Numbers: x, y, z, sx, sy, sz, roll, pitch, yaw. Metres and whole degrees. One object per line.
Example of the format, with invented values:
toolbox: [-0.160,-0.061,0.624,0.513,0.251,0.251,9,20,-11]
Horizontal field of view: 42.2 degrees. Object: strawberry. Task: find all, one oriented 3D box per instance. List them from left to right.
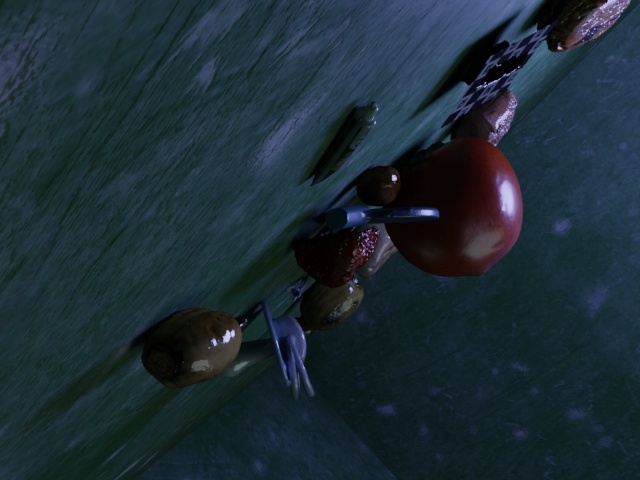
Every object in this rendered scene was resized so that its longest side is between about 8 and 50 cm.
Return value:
strawberry: [0.036,0.036,1.604,0.175,0.106,0.236,-11,-177,12]

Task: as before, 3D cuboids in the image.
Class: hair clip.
hair clip: [-0.057,0.114,2.152,0.030,0.039,0.115,-37,-173,26]

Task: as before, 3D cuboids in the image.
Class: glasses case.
glasses case: [0.000,0.000,1.781,0.033,0.023,0.083,-39,172,-47]

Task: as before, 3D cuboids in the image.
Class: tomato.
tomato: [0.301,-0.069,1.865,0.321,0.321,0.321,-42,173,-7]

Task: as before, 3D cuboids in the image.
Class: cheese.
cheese: [0.153,0.005,2.284,0.218,0.117,0.235,-41,172,-24]

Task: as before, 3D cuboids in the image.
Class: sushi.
sushi: [0.305,-0.316,1.498,0.215,0.050,0.192,-32,164,-34]

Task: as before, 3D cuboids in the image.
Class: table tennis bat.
table tennis bat: [0.104,-0.046,1.602,0.215,0.044,0.329,-1,-179,28]

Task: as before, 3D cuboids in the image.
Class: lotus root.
lotus root: [-0.190,0.163,1.305,0.221,0.125,0.118,-18,128,-63]
lotus root: [0.013,0.204,2.566,0.278,0.154,0.154,-42,174,16]

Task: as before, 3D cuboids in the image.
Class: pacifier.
pacifier: [-0.146,0.278,1.998,0.233,0.244,0.299,-12,169,-2]

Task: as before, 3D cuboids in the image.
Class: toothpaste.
toothpaste: [0.035,-0.133,1.166,0.049,0.031,0.204,-37,172,-32]

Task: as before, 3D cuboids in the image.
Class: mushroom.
mushroom: [0.118,-0.104,1.619,0.088,0.073,0.129,-55,171,5]

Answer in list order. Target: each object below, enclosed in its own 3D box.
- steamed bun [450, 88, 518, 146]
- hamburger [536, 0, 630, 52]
steamed bun: [0.405,-0.283,2.012,0.145,0.106,0.175,-40,170,-24]
hamburger: [0.526,-0.467,1.634,0.231,0.106,0.231,-35,171,-6]
